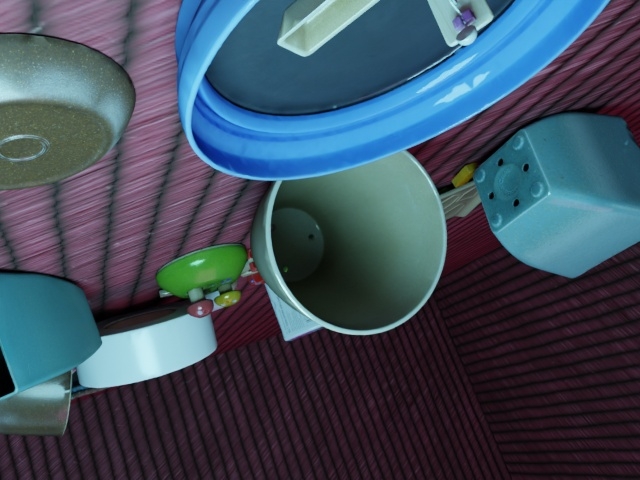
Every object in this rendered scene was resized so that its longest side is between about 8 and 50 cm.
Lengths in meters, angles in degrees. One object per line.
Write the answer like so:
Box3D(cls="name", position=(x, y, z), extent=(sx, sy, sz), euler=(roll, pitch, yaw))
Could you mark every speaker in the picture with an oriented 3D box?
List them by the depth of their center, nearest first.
Box3D(cls="speaker", position=(-0.288, 0.156, 1.350), extent=(0.136, 0.055, 0.055), euler=(-23, 167, 7))

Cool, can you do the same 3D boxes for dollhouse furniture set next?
Box3D(cls="dollhouse furniture set", position=(0.044, -0.121, 0.322), extent=(0.114, 0.081, 0.091), euler=(-29, 165, 30))

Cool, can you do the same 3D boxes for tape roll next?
Box3D(cls="tape roll", position=(-0.364, 0.207, 1.148), extent=(0.286, 0.100, 0.286), euler=(-12, -176, 1))

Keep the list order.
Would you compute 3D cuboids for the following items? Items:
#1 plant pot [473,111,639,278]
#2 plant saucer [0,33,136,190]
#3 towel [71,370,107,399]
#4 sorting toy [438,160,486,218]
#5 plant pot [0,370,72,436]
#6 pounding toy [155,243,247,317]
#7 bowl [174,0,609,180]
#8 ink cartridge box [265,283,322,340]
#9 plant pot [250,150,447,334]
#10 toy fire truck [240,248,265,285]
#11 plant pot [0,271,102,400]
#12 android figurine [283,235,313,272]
Box3D(cls="plant pot", position=(0.446, -0.093, 1.055), extent=(0.252, 0.247, 0.248), euler=(5, 148, -28))
Box3D(cls="plant saucer", position=(-0.246, -0.088, 0.447), extent=(0.198, 0.036, 0.198), euler=(-20, 166, -5))
Box3D(cls="towel", position=(-0.465, 0.288, 1.353), extent=(0.271, 0.040, 0.370), euler=(-17, -173, -5))
Box3D(cls="sorting toy", position=(0.313, -0.108, 1.276), extent=(0.229, 0.041, 0.307), euler=(-18, 161, -25))
Box3D(cls="plant pot", position=(-0.602, 0.264, 1.021), extent=(0.230, 0.216, 0.215), euler=(5, 155, -32))
Box3D(cls="pounding toy", position=(-0.223, 0.100, 1.094), extent=(0.182, 0.110, 0.237), euler=(-16, 166, -21))
Box3D(cls="bowl", position=(0.061, -0.177, 0.480), extent=(0.390, 0.077, 0.391), euler=(-21, 167, -5))
Box3D(cls="ink cartridge box", position=(0.029, 0.103, 1.337), extent=(0.311, 0.186, 0.065), euler=(-23, 165, 8))
Box3D(cls="plant pot", position=(0.000, 0.000, 0.812), extent=(0.256, 0.257, 0.274), euler=(-15, -178, -24))
Box3D(cls="toy fire truck", position=(-0.129, 0.057, 1.210), extent=(0.135, 0.047, 0.192), euler=(-10, 164, -40))
Box3D(cls="plant pot", position=(-0.451, 0.147, 0.818), extent=(0.165, 0.166, 0.234), euler=(-24, 174, 12))
Box3D(cls="android figurine", position=(0.018, 0.032, 1.179), extent=(0.248, 0.056, 0.272), euler=(-44, 154, 18))
